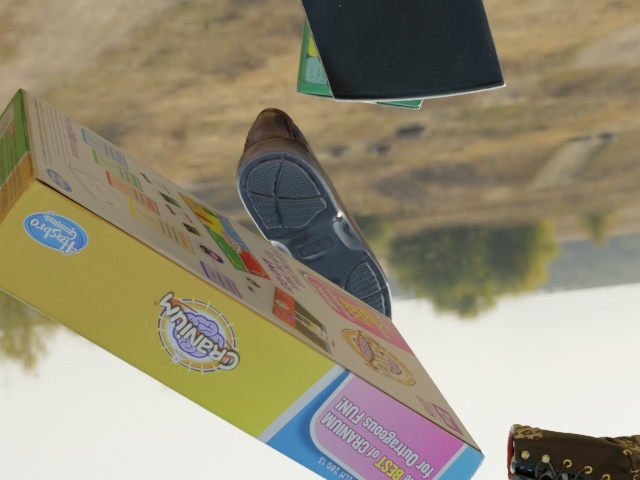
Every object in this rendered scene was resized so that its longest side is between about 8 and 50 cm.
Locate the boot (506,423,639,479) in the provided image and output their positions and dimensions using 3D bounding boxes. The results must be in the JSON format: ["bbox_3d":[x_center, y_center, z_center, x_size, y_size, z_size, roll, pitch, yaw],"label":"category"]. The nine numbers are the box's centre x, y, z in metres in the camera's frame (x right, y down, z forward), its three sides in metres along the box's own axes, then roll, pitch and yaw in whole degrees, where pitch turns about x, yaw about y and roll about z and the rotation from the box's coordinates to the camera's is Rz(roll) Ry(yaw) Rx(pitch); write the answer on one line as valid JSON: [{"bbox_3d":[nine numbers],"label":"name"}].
[{"bbox_3d":[0.308,0.283,1.891,0.178,0.085,0.236,7,-162,-1],"label":"boot"}]

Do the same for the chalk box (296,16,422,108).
[{"bbox_3d":[0.065,-0.282,2.285,0.179,0.180,0.289,8,-174,3],"label":"chalk box"}]

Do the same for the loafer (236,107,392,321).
[{"bbox_3d":[0.000,0.000,1.617,0.109,0.302,0.095,-15,-141,10],"label":"loafer"}]

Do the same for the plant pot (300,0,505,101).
[{"bbox_3d":[0.066,-0.235,1.639,0.167,0.188,0.187,-19,-158,2],"label":"plant pot"}]

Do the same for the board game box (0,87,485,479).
[{"bbox_3d":[-0.067,0.037,1.026,0.316,0.064,0.242,33,-172,-18],"label":"board game box"}]
